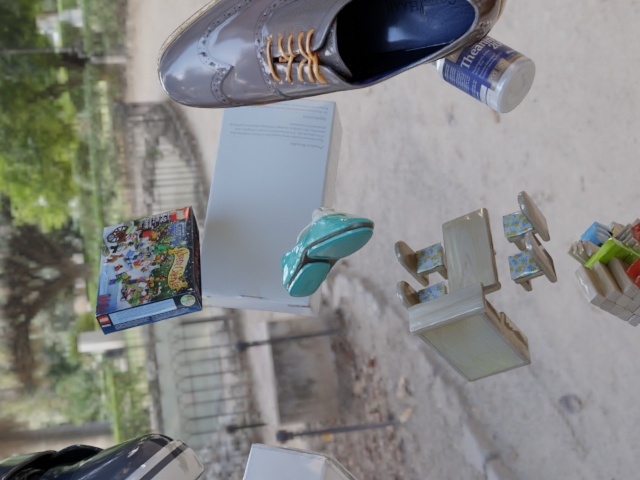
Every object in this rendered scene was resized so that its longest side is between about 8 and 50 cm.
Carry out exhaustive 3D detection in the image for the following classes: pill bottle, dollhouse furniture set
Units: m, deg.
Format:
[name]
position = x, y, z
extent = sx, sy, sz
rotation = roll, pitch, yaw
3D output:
[pill bottle]
position = 0.172, -0.196, 1.061
extent = 0.120, 0.067, 0.067
rotation = 37, 138, 29
[dollhouse furniture set]
position = 0.205, 0.049, 1.353
extent = 0.161, 0.212, 0.242
rotation = 43, -145, -41

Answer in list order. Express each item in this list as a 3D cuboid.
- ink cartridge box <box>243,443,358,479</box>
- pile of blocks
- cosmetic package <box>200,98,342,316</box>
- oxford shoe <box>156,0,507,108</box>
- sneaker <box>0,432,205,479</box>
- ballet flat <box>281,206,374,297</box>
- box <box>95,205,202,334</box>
[ink cartridge box]
position = -0.033, 0.334, 0.974
extent = 0.158, 0.092, 0.217
rotation = 60, -139, -59
[pile of blocks]
position = 0.531, 0.011, 1.691
extent = 0.112, 0.149, 0.362
rotation = -53, 0, 26
[cosmetic package]
position = -0.088, -0.064, 1.766
extent = 0.156, 0.217, 0.384
rotation = 62, -143, -76
[oxford shoe]
position = -0.011, -0.195, 0.906
extent = 0.130, 0.364, 0.132
rotation = 68, -157, -20
[sneaker]
position = -0.226, 0.194, 0.596
extent = 0.127, 0.321, 0.126
rotation = 54, -169, 5
[ballet flat]
position = 0.000, 0.000, 1.420
extent = 0.247, 0.083, 0.087
rotation = 132, 132, -54
[box]
position = -0.276, 0.043, 1.557
extent = 0.233, 0.159, 0.044
rotation = -102, -3, -53
